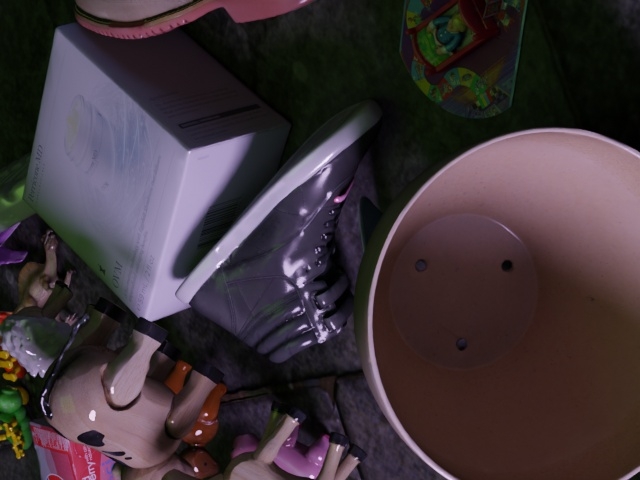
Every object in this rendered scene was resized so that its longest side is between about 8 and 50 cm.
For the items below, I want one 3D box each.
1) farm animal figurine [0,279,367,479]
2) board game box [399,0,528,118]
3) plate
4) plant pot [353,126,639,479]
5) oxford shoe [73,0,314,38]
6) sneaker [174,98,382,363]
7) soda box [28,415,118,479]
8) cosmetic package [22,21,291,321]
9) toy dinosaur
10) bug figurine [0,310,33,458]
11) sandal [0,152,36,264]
[{"bbox_3d":[-0.151,0.197,1.620,0.327,0.172,0.330,37,168,-29],"label":"farm animal figurine"},{"bbox_3d":[0.110,-0.184,1.394,0.133,0.033,0.168,29,125,37],"label":"board game box"},{"bbox_3d":[0.069,0.049,1.458,0.024,0.188,0.188,-13,98,9],"label":"plate"},{"bbox_3d":[0.144,0.051,1.304,0.191,0.284,0.284,-166,62,-73],"label":"plant pot"},{"bbox_3d":[-0.122,-0.273,1.523,0.348,0.123,0.130,-3,123,43],"label":"oxford shoe"},{"bbox_3d":[0.000,0.000,1.554,0.147,0.104,0.296,41,120,-3],"label":"sneaker"},{"bbox_3d":[-0.270,0.330,1.975,0.083,0.092,0.263,8,112,47],"label":"soda box"},{"bbox_3d":[-0.175,-0.080,1.671,0.225,0.138,0.224,43,133,30],"label":"cosmetic package"},{"bbox_3d":[-0.341,0.073,1.975,0.092,0.053,0.183,44,111,28],"label":"toy dinosaur"},{"bbox_3d":[-0.451,0.167,2.125,0.279,0.072,0.216,8,117,41],"label":"bug figurine"},{"bbox_3d":[-0.395,-0.004,1.945,0.102,0.169,0.416,50,143,-15],"label":"sandal"}]
